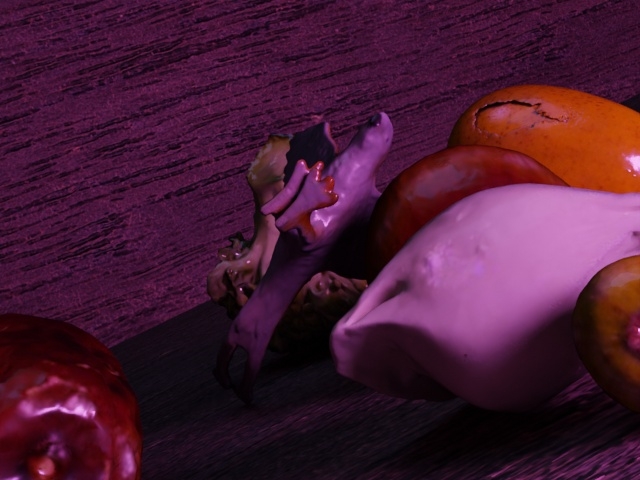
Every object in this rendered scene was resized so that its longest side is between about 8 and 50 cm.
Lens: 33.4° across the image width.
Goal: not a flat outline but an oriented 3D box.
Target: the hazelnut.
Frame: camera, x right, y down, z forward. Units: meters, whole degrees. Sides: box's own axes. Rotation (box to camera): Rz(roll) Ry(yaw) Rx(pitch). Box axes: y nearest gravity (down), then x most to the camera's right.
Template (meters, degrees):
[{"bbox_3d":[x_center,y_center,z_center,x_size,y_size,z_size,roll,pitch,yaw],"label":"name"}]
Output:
[{"bbox_3d":[0.143,0.008,0.910,0.204,0.178,0.178,3,-6,-20],"label":"hazelnut"}]

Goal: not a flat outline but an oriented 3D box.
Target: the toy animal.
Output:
[{"bbox_3d":[-0.030,0.011,1.027,0.284,0.225,0.302,-51,-14,-8],"label":"toy animal"}]

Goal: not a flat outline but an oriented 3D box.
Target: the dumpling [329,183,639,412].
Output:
[{"bbox_3d":[0.140,0.045,0.701,0.252,0.131,0.179,-30,-43,20],"label":"dumpling"}]

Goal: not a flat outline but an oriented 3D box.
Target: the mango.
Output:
[{"bbox_3d":[0.241,-0.068,1.048,0.290,0.191,0.160,15,77,45],"label":"mango"}]

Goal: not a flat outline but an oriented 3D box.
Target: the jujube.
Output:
[{"bbox_3d":[-0.257,0.167,0.898,0.223,0.223,0.318,-26,8,-23],"label":"jujube"}]

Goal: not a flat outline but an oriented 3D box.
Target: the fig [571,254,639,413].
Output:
[{"bbox_3d":[0.200,0.066,0.602,0.093,0.093,0.166,-23,-33,20],"label":"fig"}]

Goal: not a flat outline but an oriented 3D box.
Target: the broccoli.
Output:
[{"bbox_3d":[0.000,0.000,1.253,0.288,0.245,0.248,-37,26,-10],"label":"broccoli"}]
